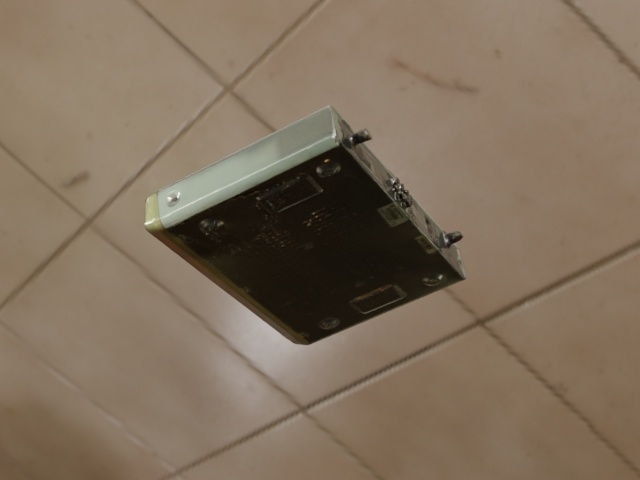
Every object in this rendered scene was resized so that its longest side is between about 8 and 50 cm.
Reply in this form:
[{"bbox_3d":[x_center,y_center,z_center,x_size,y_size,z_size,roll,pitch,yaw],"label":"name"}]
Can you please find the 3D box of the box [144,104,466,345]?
[{"bbox_3d":[0.000,0.000,1.115,0.211,0.045,0.270,-23,143,17],"label":"box"}]
